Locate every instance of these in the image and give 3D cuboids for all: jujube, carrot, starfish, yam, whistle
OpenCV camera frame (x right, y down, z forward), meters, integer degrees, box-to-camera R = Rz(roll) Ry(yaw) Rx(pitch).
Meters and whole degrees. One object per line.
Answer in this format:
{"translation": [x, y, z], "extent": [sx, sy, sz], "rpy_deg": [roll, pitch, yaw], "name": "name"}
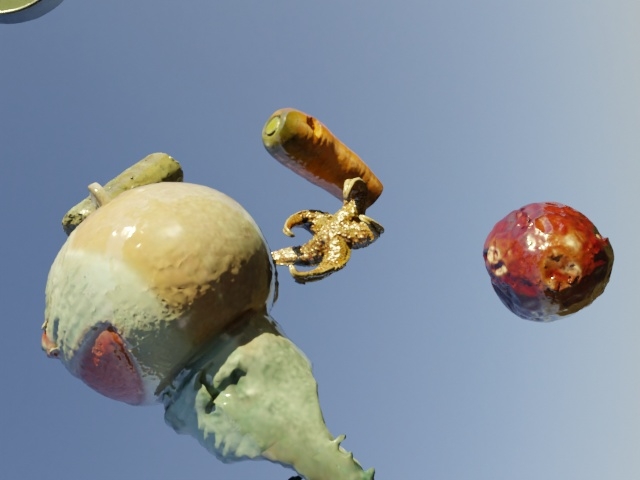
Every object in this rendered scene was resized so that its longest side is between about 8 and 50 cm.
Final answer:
{"translation": [0.364, 0.030, 1.184], "extent": [0.290, 0.197, 0.197], "rpy_deg": [-16, -80, -80], "name": "jujube"}
{"translation": [0.004, -0.117, 1.063], "extent": [0.193, 0.087, 0.087], "rpy_deg": [33, -123, -29], "name": "carrot"}
{"translation": [-0.002, 0.000, 0.983], "extent": [0.074, 0.189, 0.146], "rpy_deg": [46, -156, -38], "name": "starfish"}
{"translation": [-0.262, -0.052, 0.989], "extent": [0.179, 0.078, 0.078], "rpy_deg": [-52, -51, -45], "name": "yam"}
{"translation": [-0.085, 0.092, 0.551], "extent": [0.348, 0.189, 0.189], "rpy_deg": [48, -149, 12], "name": "whistle"}

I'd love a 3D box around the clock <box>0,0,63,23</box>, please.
{"translation": [-0.616, -0.581, 1.404], "extent": [0.066, 0.318, 0.319], "rpy_deg": [-99, 0, -83], "name": "clock"}
